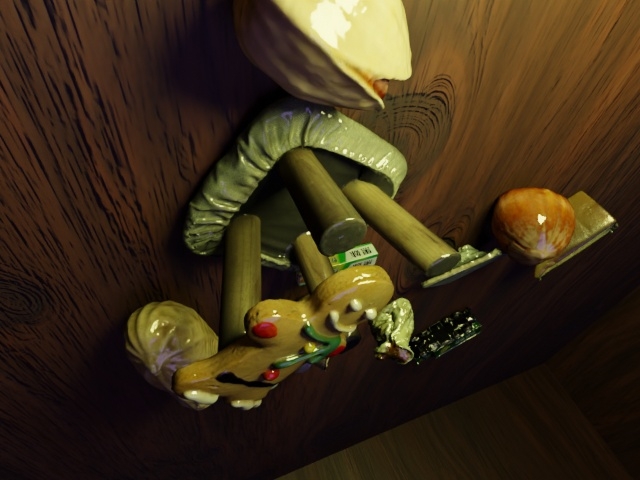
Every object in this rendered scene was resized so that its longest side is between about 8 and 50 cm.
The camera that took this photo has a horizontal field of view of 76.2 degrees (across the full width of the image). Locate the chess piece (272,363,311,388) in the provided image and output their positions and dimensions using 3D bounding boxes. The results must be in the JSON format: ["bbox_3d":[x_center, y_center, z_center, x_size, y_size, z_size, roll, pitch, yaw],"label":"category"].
[{"bbox_3d":[-0.073,0.281,1.003,0.243,0.133,0.133,-10,141,-31],"label":"chess piece"}]

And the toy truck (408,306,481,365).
[{"bbox_3d":[0.427,0.335,1.427,0.259,0.088,0.121,-30,145,1],"label":"toy truck"}]

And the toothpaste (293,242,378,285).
[{"bbox_3d":[0.031,0.048,0.845,0.178,0.037,0.043,-14,142,-18],"label":"toothpaste"}]

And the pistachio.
[{"bbox_3d":[0.017,-0.209,0.414,0.157,0.157,0.229,-45,153,24],"label":"pistachio"}]

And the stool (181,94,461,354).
[{"bbox_3d":[0.000,0.000,0.603,0.310,0.226,0.310,13,129,-45],"label":"stool"}]

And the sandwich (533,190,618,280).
[{"bbox_3d":[0.662,-0.005,1.120,0.235,0.128,0.122,-42,146,21],"label":"sandwich"}]

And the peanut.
[{"bbox_3d":[-0.261,0.228,0.782,0.140,0.153,0.325,-17,137,-7],"label":"peanut"}]

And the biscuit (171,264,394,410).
[{"bbox_3d":[-0.037,0.132,0.516,0.301,0.049,0.197,-36,147,12],"label":"biscuit"}]

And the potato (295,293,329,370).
[{"bbox_3d":[-0.017,0.190,0.919,0.117,0.182,0.202,12,150,4],"label":"potato"}]

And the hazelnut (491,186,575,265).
[{"bbox_3d":[0.483,-0.036,0.916,0.182,0.182,0.182,-18,144,-14],"label":"hazelnut"}]

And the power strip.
[{"bbox_3d":[0.355,0.052,1.028,0.198,0.065,0.213,-29,163,26],"label":"power strip"}]

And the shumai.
[{"bbox_3d":[0.112,0.136,0.589,0.082,0.080,0.083,8,131,-43],"label":"shumai"}]
